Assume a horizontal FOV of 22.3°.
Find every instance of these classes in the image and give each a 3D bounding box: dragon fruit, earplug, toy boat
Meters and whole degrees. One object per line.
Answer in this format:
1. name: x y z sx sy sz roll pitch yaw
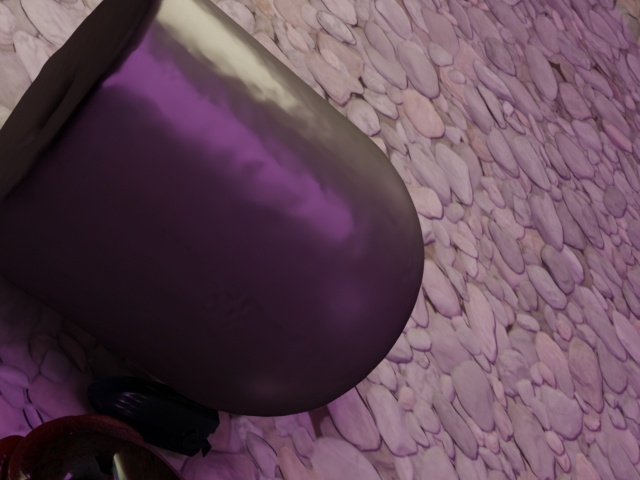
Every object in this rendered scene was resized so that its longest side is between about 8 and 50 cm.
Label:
1. dragon fruit: -0.172 0.271 1.356 0.268 0.130 0.295 20 46 -51
2. earplug: -0.094 -0.018 1.505 0.394 0.313 0.312 37 36 -18
3. toy boat: -0.162 0.160 1.531 0.141 0.055 0.060 27 19 -38
